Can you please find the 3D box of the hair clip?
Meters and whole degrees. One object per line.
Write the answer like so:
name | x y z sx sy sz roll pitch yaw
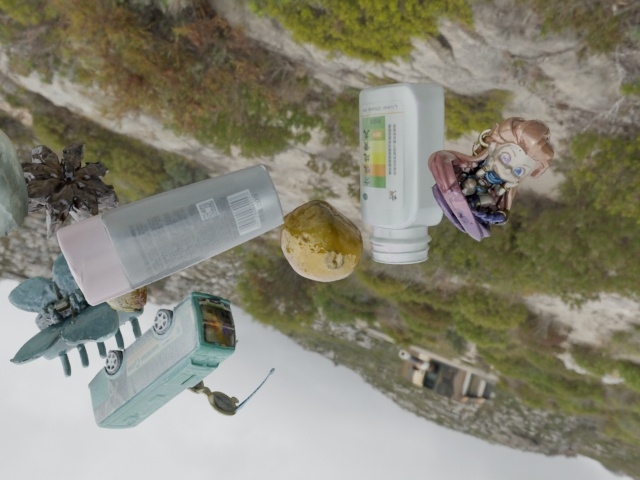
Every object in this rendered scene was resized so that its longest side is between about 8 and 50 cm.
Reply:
hair clip | -0.692 0.225 1.583 0.392 0.319 0.238 59 177 35

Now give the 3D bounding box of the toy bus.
toy bus | -0.234 0.179 0.801 0.091 0.262 0.109 22 -143 -49

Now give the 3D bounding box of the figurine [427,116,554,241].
figurine | 0.204 -0.085 0.663 0.126 0.157 0.114 40 -175 -4

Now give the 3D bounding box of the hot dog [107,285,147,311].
hot dog | -0.372 0.073 0.977 0.061 0.078 0.168 16 153 21

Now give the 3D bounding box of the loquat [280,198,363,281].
loquat | 0.000 0.000 1.256 0.187 0.176 0.234 54 -179 -35

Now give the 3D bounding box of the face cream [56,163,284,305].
face cream | -0.185 -0.014 0.701 0.270 0.107 0.073 -23 -161 -14

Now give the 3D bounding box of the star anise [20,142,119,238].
star anise | -0.555 -0.127 1.179 0.223 0.235 0.109 -12 153 -35

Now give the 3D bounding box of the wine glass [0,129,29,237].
wine glass | -0.631 -0.143 0.881 0.238 0.238 0.322 17 141 29

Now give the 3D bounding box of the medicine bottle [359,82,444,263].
medicine bottle | 0.148 -0.122 1.020 0.124 0.323 0.179 -9 -167 -30

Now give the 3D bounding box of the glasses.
glasses | -0.236 0.344 1.354 0.190 0.088 0.221 43 129 -11
